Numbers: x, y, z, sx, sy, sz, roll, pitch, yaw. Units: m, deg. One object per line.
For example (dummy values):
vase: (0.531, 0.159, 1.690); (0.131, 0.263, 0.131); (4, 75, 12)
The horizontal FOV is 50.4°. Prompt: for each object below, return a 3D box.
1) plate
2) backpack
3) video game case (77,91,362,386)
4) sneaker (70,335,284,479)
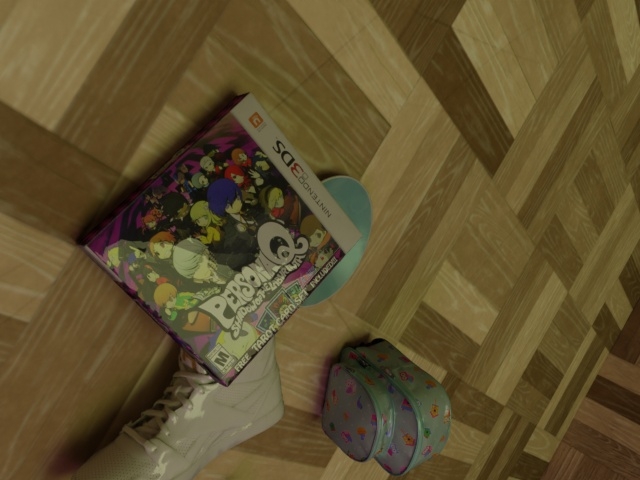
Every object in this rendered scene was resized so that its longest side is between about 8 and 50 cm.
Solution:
plate: (0.000, 0.000, 0.903); (0.188, 0.024, 0.188); (-28, 132, -37)
backpack: (0.099, 0.259, 1.038); (0.144, 0.188, 0.165); (-12, 121, -45)
video game case: (-0.092, -0.001, 0.714); (0.232, 0.042, 0.210); (-47, 113, -19)
sneaker: (-0.162, 0.176, 0.768); (0.293, 0.108, 0.169); (-25, 123, -44)
